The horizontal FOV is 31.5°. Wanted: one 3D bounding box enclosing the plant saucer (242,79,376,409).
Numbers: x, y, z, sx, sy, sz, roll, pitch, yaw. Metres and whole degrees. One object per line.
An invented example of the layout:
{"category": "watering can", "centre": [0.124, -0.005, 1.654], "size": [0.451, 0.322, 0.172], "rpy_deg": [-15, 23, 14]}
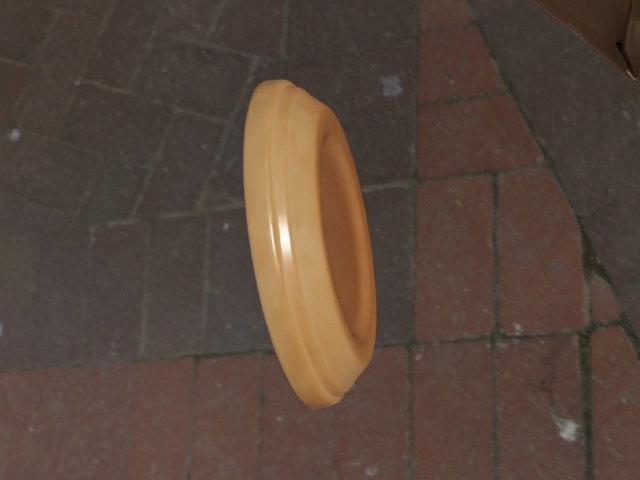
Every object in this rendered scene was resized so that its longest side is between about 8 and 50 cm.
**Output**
{"category": "plant saucer", "centre": [0.000, 0.000, 0.681], "size": [0.037, 0.200, 0.199], "rpy_deg": [-9, 70, 13]}

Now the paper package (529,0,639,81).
{"category": "paper package", "centre": [0.202, -0.321, 0.692], "size": [0.309, 0.168, 0.325], "rpy_deg": [41, 77, 13]}
